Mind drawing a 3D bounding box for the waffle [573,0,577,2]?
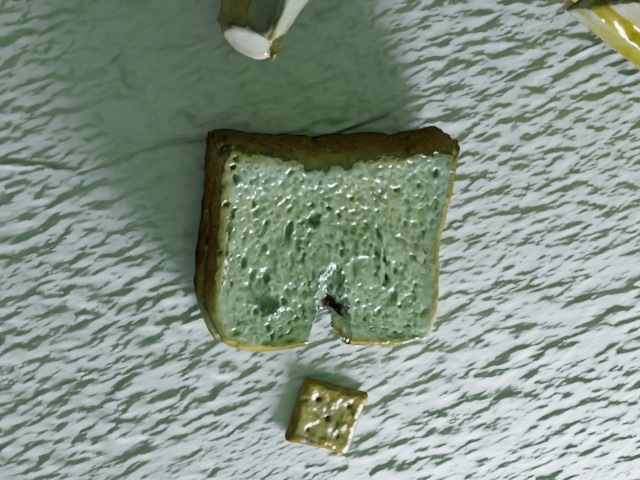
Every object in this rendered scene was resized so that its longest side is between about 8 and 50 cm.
[{"bbox_3d":[0.319,-0.296,1.469,0.153,0.023,0.097,29,97,-21],"label":"waffle"}]

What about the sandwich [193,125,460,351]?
[{"bbox_3d":[0.000,0.001,1.424,0.273,0.095,0.248,-1,110,-18],"label":"sandwich"}]

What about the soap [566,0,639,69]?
[{"bbox_3d":[0.446,-0.207,1.429,0.315,0.199,0.091,32,78,-26],"label":"soap"}]

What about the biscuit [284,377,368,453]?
[{"bbox_3d":[0.007,0.204,1.527,0.083,0.018,0.081,17,100,-21],"label":"biscuit"}]

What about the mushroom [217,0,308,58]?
[{"bbox_3d":[0.020,-0.330,1.315,0.351,0.123,0.095,-51,127,-4],"label":"mushroom"}]
